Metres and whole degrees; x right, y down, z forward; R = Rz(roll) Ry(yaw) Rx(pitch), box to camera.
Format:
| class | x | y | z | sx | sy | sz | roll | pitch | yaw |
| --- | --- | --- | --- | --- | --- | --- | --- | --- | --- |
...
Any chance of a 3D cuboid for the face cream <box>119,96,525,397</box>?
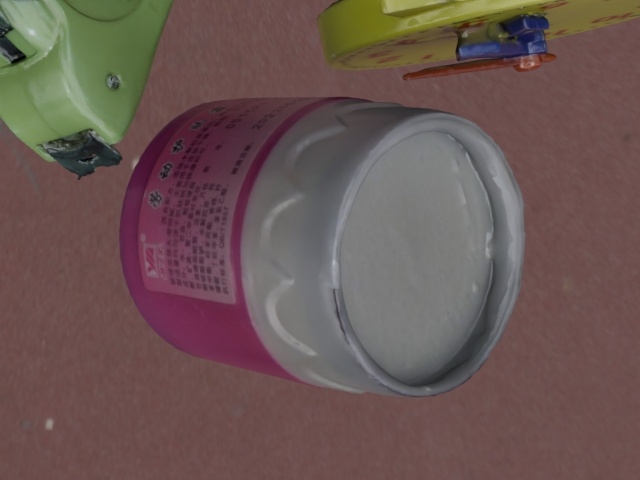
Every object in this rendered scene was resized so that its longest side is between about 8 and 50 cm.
| class | x | y | z | sx | sy | sz | roll | pitch | yaw |
| --- | --- | --- | --- | --- | --- | --- | --- | --- | --- |
| face cream | 0.000 | 0.000 | 0.836 | 0.175 | 0.195 | 0.175 | -5 | 97 | -43 |

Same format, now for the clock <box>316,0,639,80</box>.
| class | x | y | z | sx | sy | sz | roll | pitch | yaw |
| --- | --- | --- | --- | --- | --- | --- | --- | --- | --- |
| clock | 0.138 | -0.153 | 0.947 | 0.277 | 0.293 | 0.071 | -11 | 93 | 2 |

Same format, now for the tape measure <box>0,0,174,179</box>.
| class | x | y | z | sx | sy | sz | roll | pitch | yaw |
| --- | --- | --- | --- | --- | --- | --- | --- | --- | --- |
| tape measure | -0.163 | -0.172 | 0.865 | 0.106 | 0.200 | 0.175 | -9 | 140 | 39 |
